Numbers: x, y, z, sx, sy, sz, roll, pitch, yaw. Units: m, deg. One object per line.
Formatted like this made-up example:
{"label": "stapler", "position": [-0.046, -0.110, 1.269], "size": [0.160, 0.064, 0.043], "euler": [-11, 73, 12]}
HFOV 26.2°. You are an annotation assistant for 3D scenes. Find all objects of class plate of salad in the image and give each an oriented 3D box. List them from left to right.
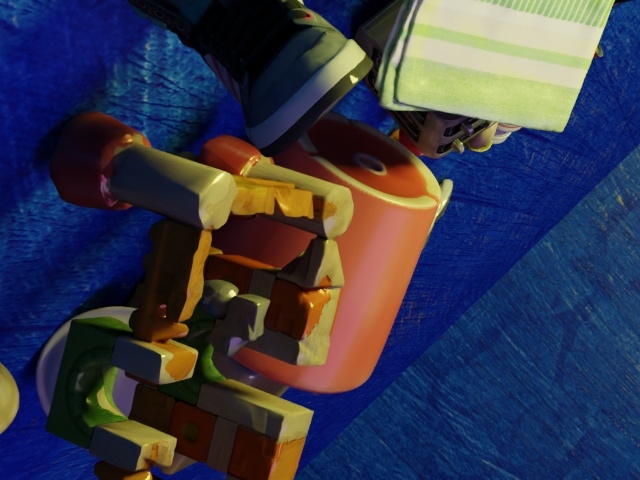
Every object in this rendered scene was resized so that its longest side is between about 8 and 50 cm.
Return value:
{"label": "plate of salad", "position": [-0.231, 0.163, 1.609], "size": [0.200, 0.200, 0.048], "euler": [-47, -164, 17]}

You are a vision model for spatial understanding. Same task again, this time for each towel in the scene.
{"label": "towel", "position": [0.202, -0.265, 1.340], "size": [0.247, 0.038, 0.325], "euler": [5, 117, -30]}

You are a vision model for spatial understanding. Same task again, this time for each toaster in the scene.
{"label": "toaster", "position": [0.123, -0.193, 1.513], "size": [0.110, 0.186, 0.168], "euler": [-37, 173, -8]}

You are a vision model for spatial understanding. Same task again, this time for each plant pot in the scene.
{"label": "plant pot", "position": [0.000, 0.000, 1.594], "size": [0.275, 0.275, 0.243], "euler": [-18, 143, -59]}

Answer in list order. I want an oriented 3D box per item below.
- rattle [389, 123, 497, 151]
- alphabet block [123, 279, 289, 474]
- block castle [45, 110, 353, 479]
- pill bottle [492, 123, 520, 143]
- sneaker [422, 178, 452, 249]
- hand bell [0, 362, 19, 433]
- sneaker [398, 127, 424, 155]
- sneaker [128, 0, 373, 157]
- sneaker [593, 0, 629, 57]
{"label": "rattle", "position": [0.185, -0.222, 1.859], "size": [0.130, 0.142, 0.200], "euler": [-73, 175, -46]}
{"label": "alphabet block", "position": [-0.146, 0.143, 1.724], "size": [0.197, 0.192, 0.193], "euler": [-49, 162, 28]}
{"label": "block castle", "position": [-0.162, 0.118, 1.311], "size": [0.303, 0.212, 0.453], "euler": [1, 105, -60]}
{"label": "pill bottle", "position": [0.278, -0.214, 2.006], "size": [0.087, 0.087, 0.160], "euler": [-32, 163, -36]}
{"label": "sneaker", "position": [0.174, -0.052, 2.289], "size": [0.152, 0.061, 0.054], "euler": [-56, 167, -31]}
{"label": "hand bell", "position": [-0.329, 0.065, 1.248], "size": [0.126, 0.126, 0.242], "euler": [-30, 148, -40]}
{"label": "sneaker", "position": [0.129, -0.197, 1.719], "size": [0.128, 0.087, 0.221], "euler": [-13, 136, -47]}
{"label": "sneaker", "position": [-0.061, -0.174, 1.037], "size": [0.124, 0.178, 0.295], "euler": [-43, -165, 2]}
{"label": "sneaker", "position": [0.432, -0.386, 1.789], "size": [0.350, 0.148, 0.131], "euler": [-48, 165, 22]}
